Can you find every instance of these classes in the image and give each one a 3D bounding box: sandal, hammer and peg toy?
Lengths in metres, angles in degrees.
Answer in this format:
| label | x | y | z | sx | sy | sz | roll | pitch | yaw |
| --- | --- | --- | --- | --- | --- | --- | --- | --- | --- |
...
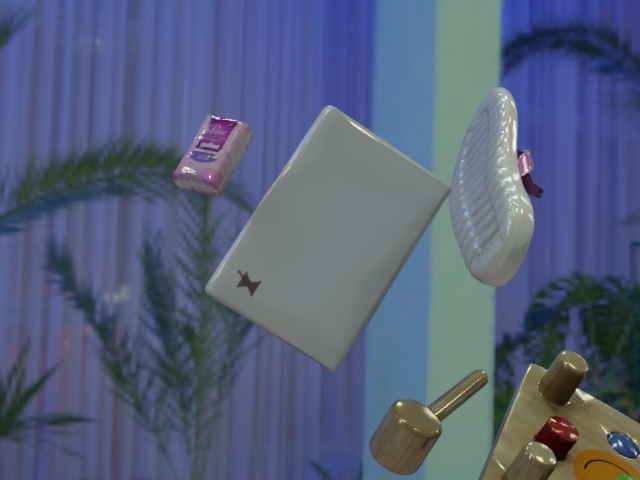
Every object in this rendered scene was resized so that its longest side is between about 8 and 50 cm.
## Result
| label | x | y | z | sx | sy | sz | roll | pitch | yaw |
| --- | --- | --- | --- | --- | --- | --- | --- | --- | --- |
| sandal | 0.261 | -0.064 | 1.890 | 0.102 | 0.416 | 0.169 | 24 | -54 | -13 |
| hammer and peg toy | 0.251 | 0.223 | 1.368 | 0.361 | 0.127 | 0.266 | 31 | 32 | 6 |

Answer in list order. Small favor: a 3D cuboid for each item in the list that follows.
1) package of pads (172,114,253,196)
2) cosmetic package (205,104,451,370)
| label | x | y | z | sx | sy | sz | roll | pitch | yaw |
| --- | --- | --- | --- | --- | --- | --- | --- | --- | --- |
| package of pads | -0.105 | -0.083 | 1.316 | 0.050 | 0.083 | 0.032 | 13 | -31 | 25 |
| cosmetic package | 0.000 | 0.000 | 1.541 | 0.161 | 0.230 | 0.453 | 33 | -1 | -1 |
